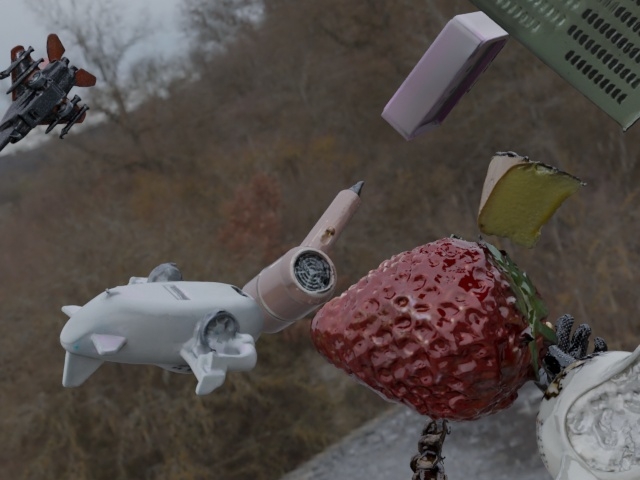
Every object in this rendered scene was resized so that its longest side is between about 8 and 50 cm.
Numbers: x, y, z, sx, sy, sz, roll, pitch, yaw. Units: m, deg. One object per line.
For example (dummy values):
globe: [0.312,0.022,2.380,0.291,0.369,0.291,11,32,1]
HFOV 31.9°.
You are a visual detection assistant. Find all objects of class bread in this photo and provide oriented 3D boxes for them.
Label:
bread: [0.351,-0.101,1.869,0.160,0.140,0.169,123,165,-49]

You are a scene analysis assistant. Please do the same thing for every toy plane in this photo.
toy plane: [-0.180,0.104,1.301,0.252,0.118,0.252,9,19,-3]
toy plane: [-0.354,-0.156,1.362,0.061,0.130,0.189,5,56,43]

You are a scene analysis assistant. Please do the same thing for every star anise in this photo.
star anise: [0.206,0.441,2.127,0.073,0.234,0.177,3,11,9]

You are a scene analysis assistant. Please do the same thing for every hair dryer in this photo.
hair dryer: [0.000,0.000,1.955,0.189,0.107,0.344,-38,16,54]

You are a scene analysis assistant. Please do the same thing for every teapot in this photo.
teapot: [0.379,0.264,1.471,0.299,0.208,0.166,-53,-15,-11]

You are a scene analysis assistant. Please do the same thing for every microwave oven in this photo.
microwave oven: [0.341,-0.369,1.219,0.247,0.333,0.394,-52,0,41]

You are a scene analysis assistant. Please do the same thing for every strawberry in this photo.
strawberry: [0.170,0.146,1.634,0.310,0.292,0.292,-38,6,13]

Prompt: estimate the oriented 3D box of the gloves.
gloves: [0.381,0.194,1.770,0.129,0.106,0.180,6,24,-9]

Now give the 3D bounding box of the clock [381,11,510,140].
clock: [0.192,-0.253,1.715,0.197,0.063,0.150,-52,-11,27]

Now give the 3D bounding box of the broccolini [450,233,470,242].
broccolini: [0.269,0.017,2.393,0.054,0.052,0.194,-20,-4,32]
